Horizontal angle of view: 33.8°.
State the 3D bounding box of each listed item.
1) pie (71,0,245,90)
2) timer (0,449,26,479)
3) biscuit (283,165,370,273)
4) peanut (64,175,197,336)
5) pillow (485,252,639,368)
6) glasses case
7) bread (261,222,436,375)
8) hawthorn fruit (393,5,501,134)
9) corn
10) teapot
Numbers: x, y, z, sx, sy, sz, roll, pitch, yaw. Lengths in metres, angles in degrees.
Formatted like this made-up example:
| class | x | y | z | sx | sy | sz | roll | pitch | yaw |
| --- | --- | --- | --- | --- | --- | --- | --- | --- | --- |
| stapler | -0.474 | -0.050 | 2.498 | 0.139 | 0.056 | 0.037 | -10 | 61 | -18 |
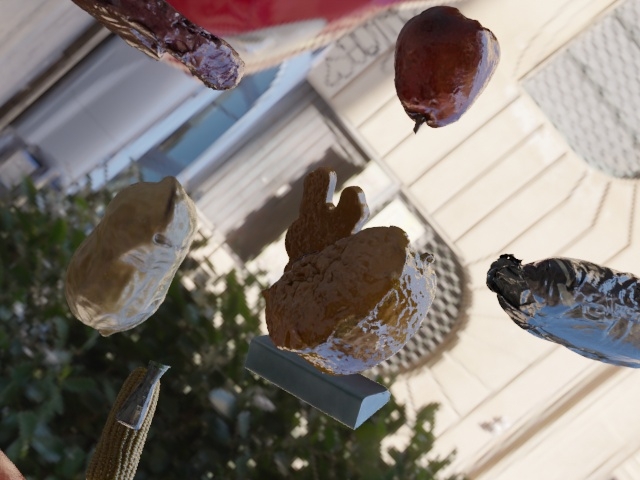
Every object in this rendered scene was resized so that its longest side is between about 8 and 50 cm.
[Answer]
| class | x | y | z | sx | sy | sz | roll | pitch | yaw |
| --- | --- | --- | --- | --- | --- | --- | --- | --- | --- |
| pie | -0.187 | -0.238 | 1.163 | 0.219 | 0.204 | 0.054 | 33 | -90 | 42 |
| timer | -0.481 | 0.348 | 1.182 | 0.378 | 0.378 | 0.279 | -28 | -165 | 44 |
| biscuit | 0.002 | 0.003 | 1.737 | 0.144 | 0.040 | 0.236 | 39 | -61 | 40 |
| peanut | -0.292 | 0.020 | 1.631 | 0.340 | 0.158 | 0.174 | -56 | 167 | 30 |
| pillow | 0.346 | 0.084 | 1.257 | 0.161 | 0.335 | 0.092 | 137 | -34 | -59 |
| glasses case | -0.009 | 0.237 | 1.901 | 0.266 | 0.056 | 0.105 | 24 | -138 | 34 |
| bread | 0.039 | 0.090 | 1.350 | 0.229 | 0.143 | 0.139 | -31 | -144 | 26 |
| hawthorn fruit | 0.183 | -0.267 | 1.608 | 0.179 | 0.173 | 0.173 | -64 | 180 | 33 |
| corn | -0.340 | 0.336 | 1.845 | 0.080 | 0.080 | 0.231 | -21 | -135 | 55 |
| teapot | -0.273 | 0.236 | 1.632 | 0.043 | 0.043 | 0.110 | -12 | -133 | 63 |
